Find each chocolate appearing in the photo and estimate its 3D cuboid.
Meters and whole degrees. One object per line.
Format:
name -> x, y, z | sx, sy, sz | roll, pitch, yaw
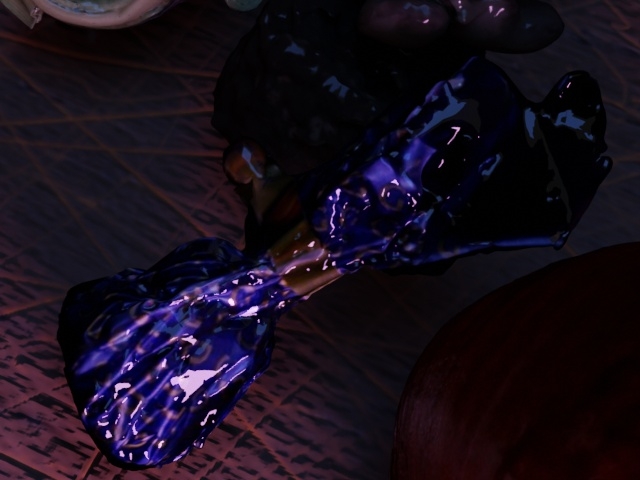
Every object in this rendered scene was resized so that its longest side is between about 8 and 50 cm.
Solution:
chocolate -> 0.004, -0.002, 0.924 | 0.343, 0.126, 0.148 | -32, 86, 11

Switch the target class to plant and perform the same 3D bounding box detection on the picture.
plant -> 0.058, -0.135, 0.987 | 0.149, 0.274, 0.146 | 35, 36, -17

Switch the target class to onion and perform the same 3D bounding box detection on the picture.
onion -> 0.200, 0.159, 0.869 | 0.341, 0.341, 0.341 | 3, 65, -7

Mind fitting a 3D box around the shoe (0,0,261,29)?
shoe -> -0.087, -0.214, 1.043 | 0.140, 0.262, 0.128 | 52, 22, -22
